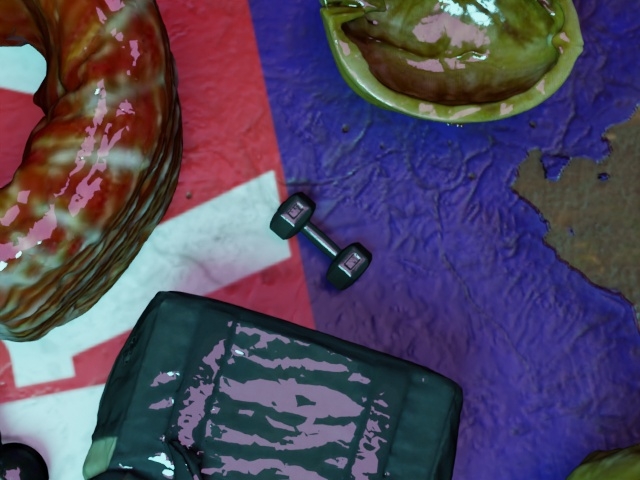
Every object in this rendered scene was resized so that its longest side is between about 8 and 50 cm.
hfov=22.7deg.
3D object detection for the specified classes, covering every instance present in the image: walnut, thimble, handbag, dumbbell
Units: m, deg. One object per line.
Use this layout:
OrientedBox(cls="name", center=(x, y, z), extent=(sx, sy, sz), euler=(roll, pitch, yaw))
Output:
OrientedBox(cls="walnut", center=(0.093, -0.158, 1.252), extent=(0.211, 0.087, 0.167), euler=(14, 71, -7))
OrientedBox(cls="thimble", center=(-0.261, -0.099, 1.121), extent=(0.350, 0.230, 0.350), euler=(1, 78, -6))
OrientedBox(cls="handbag", center=(-0.038, 0.160, 1.128), extent=(0.254, 0.181, 0.181), euler=(19, 70, -3))
OrientedBox(cls="dumbbell", center=(0.000, 0.000, 1.235), extent=(0.083, 0.040, 0.036), euler=(42, 107, 2))

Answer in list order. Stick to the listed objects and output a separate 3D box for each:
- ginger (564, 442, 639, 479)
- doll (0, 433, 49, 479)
OrientedBox(cls="ginger", center=(0.267, 0.261, 1.141), extent=(0.223, 0.200, 0.269), euler=(-55, 134, -41))
OrientedBox(cls="doll", center=(-0.207, 0.216, 1.149), extent=(0.091, 0.067, 0.219), euler=(-41, 93, -1))
